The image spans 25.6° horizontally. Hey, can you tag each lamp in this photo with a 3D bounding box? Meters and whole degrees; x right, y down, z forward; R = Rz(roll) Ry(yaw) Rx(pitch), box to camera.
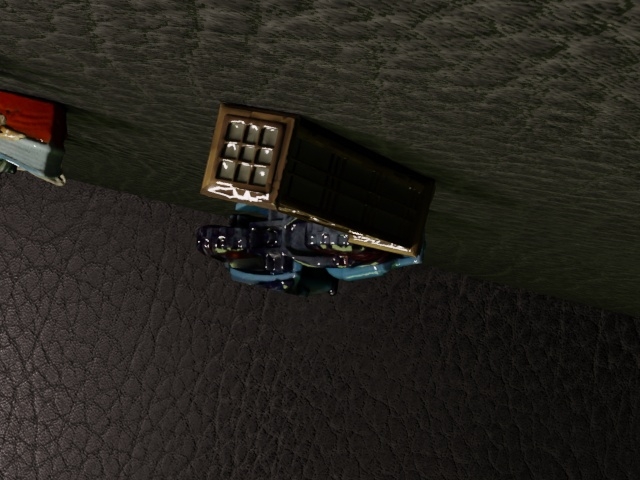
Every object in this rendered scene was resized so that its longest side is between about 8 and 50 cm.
[{"bbox_3d":[0.007,-0.052,1.393,0.090,0.089,0.325,12,176,30],"label":"lamp"}]

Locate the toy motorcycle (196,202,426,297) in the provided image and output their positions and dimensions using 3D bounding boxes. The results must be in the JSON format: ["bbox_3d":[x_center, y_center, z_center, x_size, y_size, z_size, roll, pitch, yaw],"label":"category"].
[{"bbox_3d":[0.000,0.000,2.040,0.232,0.172,0.416,8,173,-35],"label":"toy motorcycle"}]

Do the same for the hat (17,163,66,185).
[{"bbox_3d":[-0.507,-0.136,2.135,0.219,0.164,0.226,-15,150,-14],"label":"hat"}]

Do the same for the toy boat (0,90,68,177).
[{"bbox_3d":[-0.420,-0.117,1.745,0.145,0.133,0.331,17,175,-42],"label":"toy boat"}]

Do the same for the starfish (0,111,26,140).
[{"bbox_3d":[-0.431,-0.172,1.392,0.302,0.060,0.299,21,172,-10],"label":"starfish"}]
